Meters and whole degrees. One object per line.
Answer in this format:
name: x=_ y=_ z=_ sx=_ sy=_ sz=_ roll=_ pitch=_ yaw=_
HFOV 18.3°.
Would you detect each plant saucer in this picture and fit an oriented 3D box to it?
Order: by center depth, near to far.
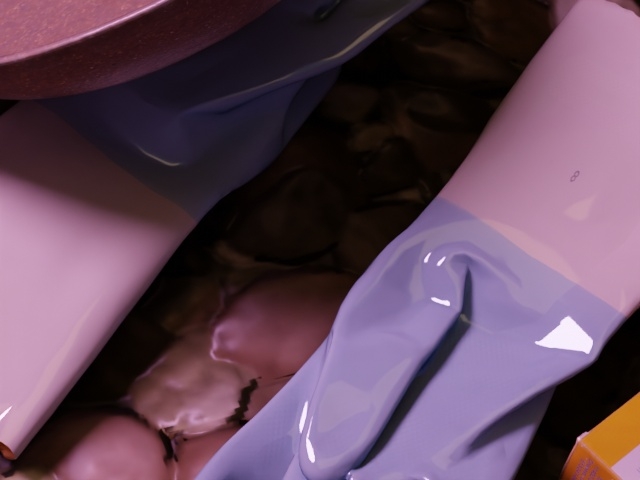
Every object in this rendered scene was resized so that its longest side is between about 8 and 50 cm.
plant saucer: x=-0.055 y=-0.101 z=0.607 sx=0.198 sy=0.036 sz=0.199 roll=-19 pitch=35 yaw=14

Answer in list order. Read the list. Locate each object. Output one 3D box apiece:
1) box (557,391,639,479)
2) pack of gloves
box: x=0.142 y=0.087 z=0.550 sx=0.081 sy=0.028 sz=0.136 roll=-32 pitch=66 yaw=-31
pack of gloves: x=0.000 y=0.000 z=0.591 sx=0.195 sy=0.046 sz=0.232 roll=34 pitch=64 yaw=17
